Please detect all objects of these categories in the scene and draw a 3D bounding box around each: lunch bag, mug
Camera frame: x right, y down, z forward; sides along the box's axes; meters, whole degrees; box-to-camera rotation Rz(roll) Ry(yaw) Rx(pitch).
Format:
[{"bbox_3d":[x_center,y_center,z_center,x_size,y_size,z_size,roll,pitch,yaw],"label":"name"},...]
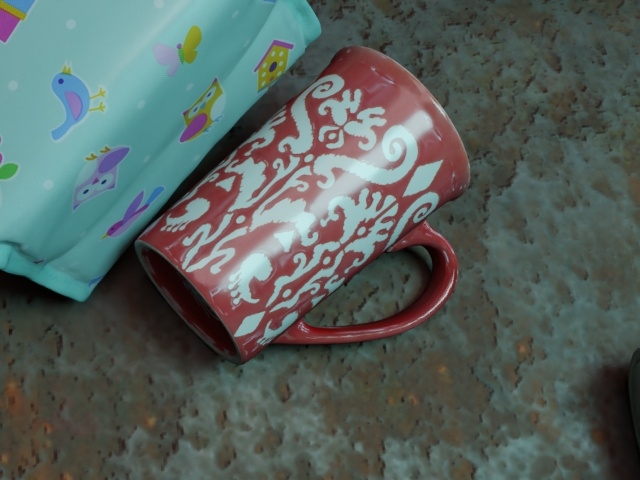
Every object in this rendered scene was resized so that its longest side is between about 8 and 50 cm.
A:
[{"bbox_3d":[-0.170,-0.135,0.595,0.262,0.160,0.223,42,89,16],"label":"lunch bag"},{"bbox_3d":[0.000,-0.005,0.617,0.169,0.113,0.150,-40,78,-19],"label":"mug"}]

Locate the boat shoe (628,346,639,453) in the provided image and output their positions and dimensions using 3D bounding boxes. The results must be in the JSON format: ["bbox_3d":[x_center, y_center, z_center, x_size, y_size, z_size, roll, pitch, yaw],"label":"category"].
[{"bbox_3d":[0.239,0.174,0.597,0.079,0.095,0.254,-8,60,-2],"label":"boat shoe"}]
